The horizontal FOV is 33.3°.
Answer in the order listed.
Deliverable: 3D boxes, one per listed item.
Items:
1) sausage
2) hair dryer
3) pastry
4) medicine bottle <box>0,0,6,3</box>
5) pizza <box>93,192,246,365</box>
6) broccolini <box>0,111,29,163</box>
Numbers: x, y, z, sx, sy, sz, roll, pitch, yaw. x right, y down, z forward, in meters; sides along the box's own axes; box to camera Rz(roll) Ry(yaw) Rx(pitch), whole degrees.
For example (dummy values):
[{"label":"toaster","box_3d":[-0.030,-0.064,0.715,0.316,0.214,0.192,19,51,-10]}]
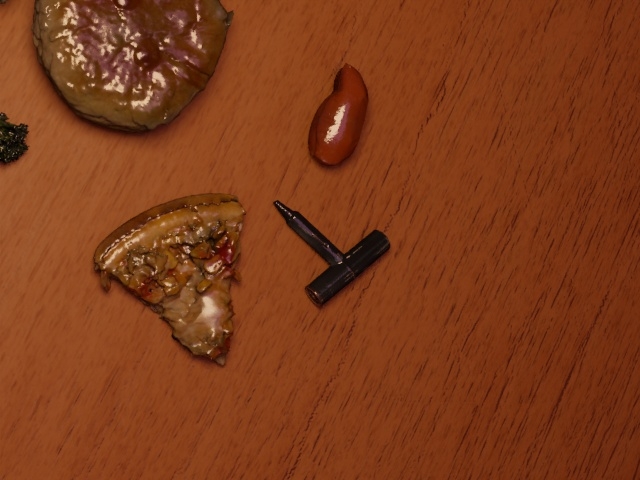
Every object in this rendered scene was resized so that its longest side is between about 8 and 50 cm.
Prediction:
[{"label":"sausage","box_3d":[0.034,-0.215,1.856,0.089,0.089,0.179,20,87,-22]},{"label":"hair dryer","box_3d":[0.007,-0.013,1.866,0.173,0.050,0.194,-38,100,-22]},{"label":"pastry","box_3d":[-0.303,-0.332,1.683,0.330,0.136,0.329,0,91,-23]},{"label":"medicine bottle","box_3d":[-0.492,-0.447,1.600,0.143,0.147,0.147,34,77,-22]},{"label":"pizza","box_3d":[-0.244,0.063,1.742,0.251,0.074,0.287,1,87,-21]},{"label":"broccolini","box_3d":[-0.527,-0.204,1.635,0.201,0.074,0.058,45,36,-5]}]
